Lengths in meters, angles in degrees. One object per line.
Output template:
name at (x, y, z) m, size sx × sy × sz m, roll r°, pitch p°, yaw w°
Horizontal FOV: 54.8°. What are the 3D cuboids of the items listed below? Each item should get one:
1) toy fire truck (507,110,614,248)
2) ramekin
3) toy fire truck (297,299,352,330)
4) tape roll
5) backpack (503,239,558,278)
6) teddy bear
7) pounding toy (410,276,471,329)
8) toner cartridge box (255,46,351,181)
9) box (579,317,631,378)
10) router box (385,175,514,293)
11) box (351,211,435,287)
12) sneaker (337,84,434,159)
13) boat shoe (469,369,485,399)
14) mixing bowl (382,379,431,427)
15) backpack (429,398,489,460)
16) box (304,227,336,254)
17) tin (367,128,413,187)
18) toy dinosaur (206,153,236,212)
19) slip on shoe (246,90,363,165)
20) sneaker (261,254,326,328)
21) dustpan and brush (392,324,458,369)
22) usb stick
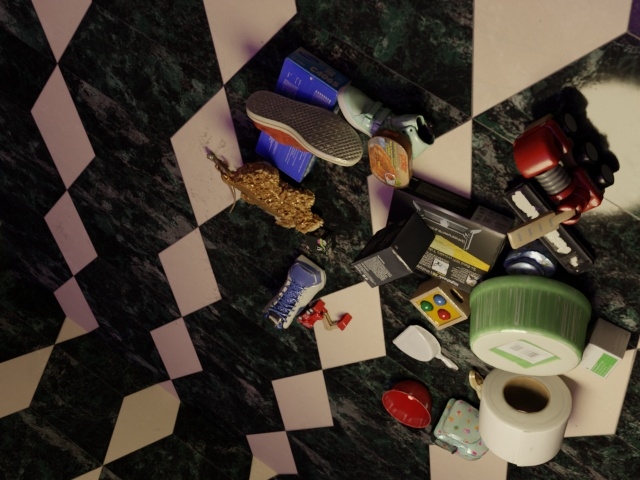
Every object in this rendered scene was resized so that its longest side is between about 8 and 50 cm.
toy fire truck at (0.477, -0.116, 1.304) m, size 0.217 × 0.246 × 0.159 m, roll 50°, pitch 139°, yaw -11°
ramekin at (0.527, 0.228, 1.581) m, size 0.304 × 0.148 × 0.303 m, roll 13°, pitch 149°, yaw 8°
toy fire truck at (0.013, 0.279, 2.194) m, size 0.135 × 0.047 × 0.192 m, roll 43°, pitch 141°, yaw -5°
tape roll at (0.586, 0.497, 1.784) m, size 0.246 × 0.246 × 0.169 m, roll 17°, pitch 134°, yaw 27°
backpack at (0.532, 0.062, 1.553) m, size 0.105 × 0.084 × 0.114 m, roll 43°, pitch 137°, yaw -7°
teddy bear at (-0.125, -0.132, 1.838) m, size 0.338 × 0.113 × 0.245 m, roll 35°, pitch 164°, yaw -29°
pounding toy at (0.394, 0.181, 1.764) m, size 0.181 × 0.094 × 0.206 m, roll 46°, pitch 141°, yaw -6°
toner cartridge box at (-0.055, -0.330, 1.668) m, size 0.165 × 0.075 × 0.347 m, roll 35°, pitch 140°, yaw 5°
box at (0.723, 0.277, 1.583) m, size 0.087 × 0.102 × 0.101 m, roll 28°, pitch 140°, yaw 18°
router box at (0.328, -0.012, 1.649) m, size 0.309 × 0.081 × 0.242 m, roll 26°, pitch 138°, yaw 18°
box at (0.190, 0.027, 1.606) m, size 0.093 × 0.156 × 0.158 m, roll 49°, pitch 140°, yaw -11°
sneaker at (0.168, -0.304, 1.496) m, size 0.256 × 0.094 × 0.151 m, roll 41°, pitch 147°, yaw -16°
boat shoe at (0.513, 0.459, 1.963) m, size 0.045 × 0.050 × 0.135 m, roll -7°, pitch 131°, yaw 38°
mixing bowl at (0.319, 0.557, 2.165) m, size 0.182 × 0.098 × 0.181 m, roll 21°, pitch 136°, yaw 22°
backpack at (0.482, 0.634, 2.052) m, size 0.188 × 0.165 × 0.144 m, roll 31°, pitch 149°, yaw 8°
box at (0.000, 0.000, 1.944) m, size 0.083 × 0.052 × 0.062 m, roll 17°, pitch 133°, yaw 28°
tin at (0.175, -0.200, 1.518) m, size 0.106 × 0.040 × 0.189 m, roll 25°, pitch 155°, yaw 23°
toy dinosaur at (-0.296, -0.196, 2.008) m, size 0.112 × 0.064 × 0.211 m, roll 2°, pitch 120°, yaw 60°
slip on shoe at (-0.038, -0.277, 1.569) m, size 0.332 × 0.123 × 0.101 m, roll 26°, pitch 161°, yaw 16°
sneaker at (-0.099, 0.206, 2.111) m, size 0.128 × 0.182 × 0.315 m, roll 35°, pitch 140°, yaw 5°
dustpan and brush at (0.354, 0.358, 1.998) m, size 0.211 × 0.060 × 0.147 m, roll 43°, pitch 142°, yaw 8°
usb stick at (0.549, -0.032, 1.484) m, size 0.278 × 0.045 × 0.077 m, roll 47°, pitch 133°, yaw -7°
